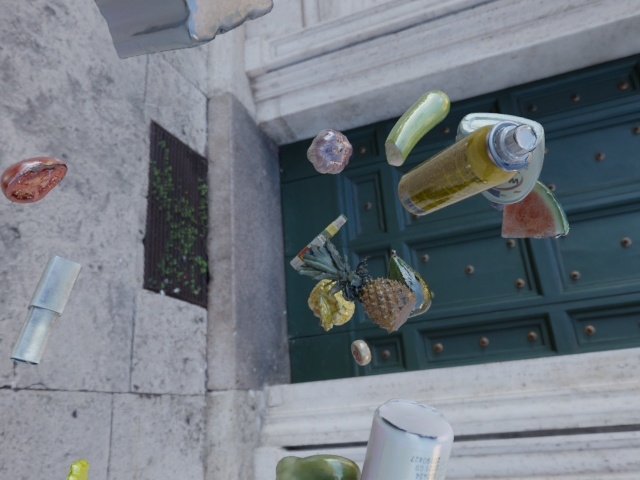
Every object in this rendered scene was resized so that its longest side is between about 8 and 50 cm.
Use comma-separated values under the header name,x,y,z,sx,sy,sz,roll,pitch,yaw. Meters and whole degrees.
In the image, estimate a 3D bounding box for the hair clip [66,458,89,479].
name,x,y,z,sx,sy,sz,roll,pitch,yaw
hair clip,-0.597,0.598,1.165,0.173,0.046,0.072,-76,170,-56

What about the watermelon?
name,x,y,z,sx,sy,sz,roll,pitch,yaw
watermelon,0.805,-0.119,1.890,0.193,0.310,0.231,-32,156,-36

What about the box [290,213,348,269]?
name,x,y,z,sx,sy,sz,roll,pitch,yaw
box,0.000,0.000,1.524,0.034,0.132,0.235,48,28,0

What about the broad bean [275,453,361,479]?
name,x,y,z,sx,sy,sz,roll,pitch,yaw
broad bean,-0.009,0.704,1.448,0.121,0.263,0.189,-70,140,-56

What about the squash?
name,x,y,z,sx,sy,sz,roll,pitch,yaw
squash,0.242,-0.290,1.236,0.250,0.083,0.083,-48,134,-25

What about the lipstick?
name,x,y,z,sx,sy,sz,roll,pitch,yaw
lipstick,-0.661,0.166,1.187,0.077,0.079,0.253,28,57,-30

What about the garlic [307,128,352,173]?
name,x,y,z,sx,sy,sz,roll,pitch,yaw
garlic,0.036,-0.289,1.609,0.159,0.102,0.147,-24,103,-33

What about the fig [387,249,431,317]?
name,x,y,z,sx,sy,sz,roll,pitch,yaw
fig,0.216,0.111,1.279,0.117,0.117,0.177,29,39,-67

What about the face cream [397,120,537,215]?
name,x,y,z,sx,sy,sz,roll,pitch,yaw
face cream,0.262,-0.130,0.910,0.349,0.105,0.105,151,-69,-71

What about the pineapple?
name,x,y,z,sx,sy,sz,roll,pitch,yaw
pineapple,0.080,0.104,1.153,0.119,0.277,0.130,-26,142,-48

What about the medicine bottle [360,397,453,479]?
name,x,y,z,sx,sy,sz,roll,pitch,yaw
medicine bottle,0.212,0.640,1.308,0.213,0.213,0.378,-6,108,-72

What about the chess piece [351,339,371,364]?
name,x,y,z,sx,sy,sz,roll,pitch,yaw
chess piece,0.135,0.372,1.641,0.083,0.038,0.083,52,-27,40

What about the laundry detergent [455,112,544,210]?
name,x,y,z,sx,sy,sz,roll,pitch,yaw
laundry detergent,0.437,-0.181,1.246,0.280,0.215,0.105,73,38,-55

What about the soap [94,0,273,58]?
name,x,y,z,sx,sy,sz,roll,pitch,yaw
soap,-0.350,-0.632,1.268,0.350,0.435,0.213,-39,127,-30

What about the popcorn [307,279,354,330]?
name,x,y,z,sx,sy,sz,roll,pitch,yaw
popcorn,0.038,0.223,1.750,0.170,0.180,0.180,-32,115,-31

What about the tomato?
name,x,y,z,sx,sy,sz,roll,pitch,yaw
tomato,-0.833,-0.189,1.413,0.082,0.166,0.174,47,6,5
